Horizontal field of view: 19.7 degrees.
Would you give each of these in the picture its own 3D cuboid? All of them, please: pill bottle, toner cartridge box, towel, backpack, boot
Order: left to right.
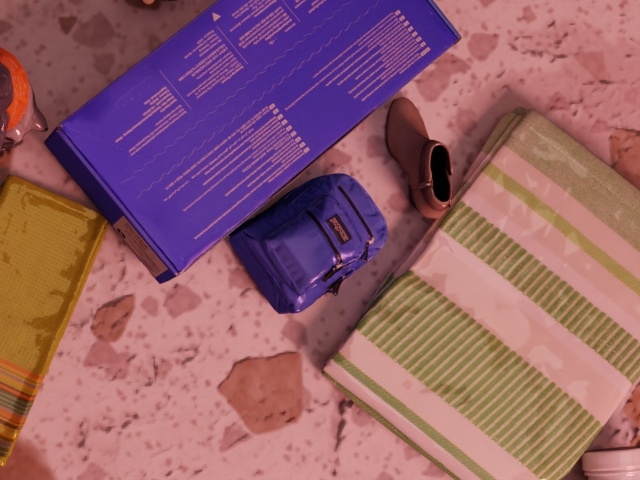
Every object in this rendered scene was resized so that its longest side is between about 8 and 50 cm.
[{"bbox_3d":[-0.270,0.068,1.588,0.102,0.021,0.237,25,78,-13],"label":"towel"},{"bbox_3d":[-0.057,-0.133,1.629,0.348,0.075,0.165,-40,96,-19],"label":"toner cartridge box"},{"bbox_3d":[0.000,0.000,1.629,0.120,0.101,0.098,-35,101,-19],"label":"backpack"},{"bbox_3d":[0.094,-0.078,1.668,0.042,0.087,0.118,-13,88,-14],"label":"boot"},{"bbox_3d":[0.184,0.066,1.694,0.248,0.038,0.325,39,75,-2],"label":"towel"},{"bbox_3d":[0.279,0.270,1.683,0.087,0.087,0.160,-5,85,-16],"label":"pill bottle"}]

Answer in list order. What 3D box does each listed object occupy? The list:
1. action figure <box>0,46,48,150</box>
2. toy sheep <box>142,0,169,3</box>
[{"bbox_3d":[-0.334,-0.062,1.459,0.330,0.178,0.341,-26,108,-57],"label":"action figure"},{"bbox_3d":[-0.139,-0.254,1.621,0.091,0.091,0.132,23,54,-12],"label":"toy sheep"}]
